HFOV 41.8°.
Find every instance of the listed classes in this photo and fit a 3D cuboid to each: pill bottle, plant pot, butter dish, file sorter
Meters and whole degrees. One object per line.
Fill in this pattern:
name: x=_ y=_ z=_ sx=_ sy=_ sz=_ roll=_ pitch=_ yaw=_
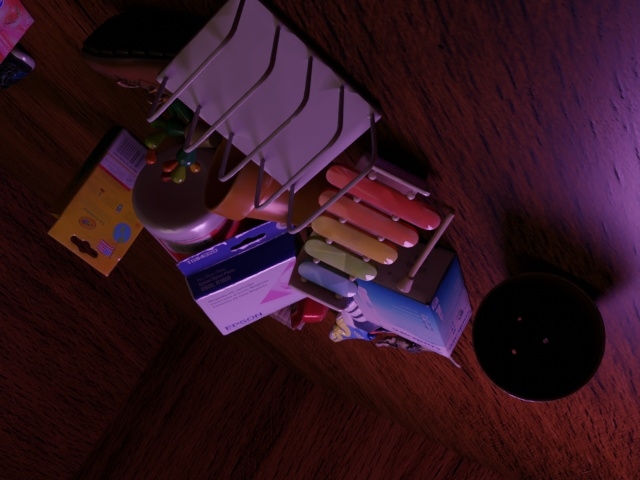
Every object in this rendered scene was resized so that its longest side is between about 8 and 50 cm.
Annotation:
pill bottle: x=-0.255 y=-0.029 z=1.954 sx=0.229 sy=0.229 sz=0.407 roll=24 pitch=162 yaw=24
plant pot: x=0.376 y=0.173 z=1.495 sx=0.215 sy=0.215 sz=0.230 roll=29 pitch=177 yaw=11
butter dish: x=-0.011 y=0.161 z=2.259 sx=0.118 sy=0.160 sz=0.160 roll=11 pitch=166 yaw=-10
plant pot: x=-0.079 y=-0.114 z=1.489 sx=0.188 sy=0.205 sz=0.205 roll=22 pitch=168 yaw=-23
file sorter: x=-0.075 y=-0.171 z=1.174 sx=0.278 sy=0.193 sz=0.173 roll=39 pitch=-153 yaw=-24

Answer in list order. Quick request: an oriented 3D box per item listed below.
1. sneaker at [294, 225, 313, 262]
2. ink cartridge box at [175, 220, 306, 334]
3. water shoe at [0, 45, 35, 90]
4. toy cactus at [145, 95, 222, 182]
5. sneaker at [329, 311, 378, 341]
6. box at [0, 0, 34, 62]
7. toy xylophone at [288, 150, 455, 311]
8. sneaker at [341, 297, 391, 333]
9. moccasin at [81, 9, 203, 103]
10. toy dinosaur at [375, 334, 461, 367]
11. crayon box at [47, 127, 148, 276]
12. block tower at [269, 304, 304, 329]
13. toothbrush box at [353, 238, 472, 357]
sneaker: x=0.000 y=-0.001 z=1.666 sx=0.108 sy=0.100 sz=0.271 roll=-1 pitch=-158 yaw=1
ink cartridge box: x=-0.128 y=0.076 z=1.914 sx=0.330 sy=0.324 sz=0.071 roll=67 pitch=178 yaw=-64
water shoe: x=-0.737 y=-0.404 z=2.001 sx=0.073 sy=0.080 sz=0.203 roll=37 pitch=163 yaw=-17
toy cactus: x=-0.248 y=-0.203 z=1.564 sx=0.180 sy=0.219 sz=0.112 roll=19 pitch=-161 yaw=39
sneaker: x=0.098 y=0.259 z=2.391 sx=0.126 sy=0.091 sz=0.240 roll=29 pitch=162 yaw=8
box: x=-0.707 y=-0.482 z=1.604 sx=0.142 sy=0.154 sz=0.300 roll=27 pitch=164 yaw=19
toy xylophone: x=0.090 y=-0.009 z=1.433 sx=0.236 sy=0.081 sz=0.322 roll=19 pitch=127 yaw=-5
sneaker: x=0.114 y=0.129 z=1.958 sx=0.148 sy=0.131 sz=0.350 roll=18 pitch=165 yaw=21
moccasin: x=-0.244 y=-0.291 z=1.378 sx=0.380 sy=0.139 sz=0.147 roll=11 pitch=146 yaw=30
toy dinosaur: x=0.244 y=0.275 z=2.238 sx=0.268 sy=0.064 sz=0.118 roll=13 pitch=161 yaw=43
crayon box: x=-0.526 y=-0.097 z=2.086 sx=0.081 sy=0.318 sz=0.202 roll=11 pitch=153 yaw=50
block tower: x=-0.185 y=0.160 z=2.617 sx=0.335 sy=0.091 sz=0.097 roll=32 pitch=164 yaw=3
toothbrush box: x=0.180 y=0.103 z=1.731 sx=0.216 sy=0.126 sz=0.295 roll=22 pitch=160 yaw=27
